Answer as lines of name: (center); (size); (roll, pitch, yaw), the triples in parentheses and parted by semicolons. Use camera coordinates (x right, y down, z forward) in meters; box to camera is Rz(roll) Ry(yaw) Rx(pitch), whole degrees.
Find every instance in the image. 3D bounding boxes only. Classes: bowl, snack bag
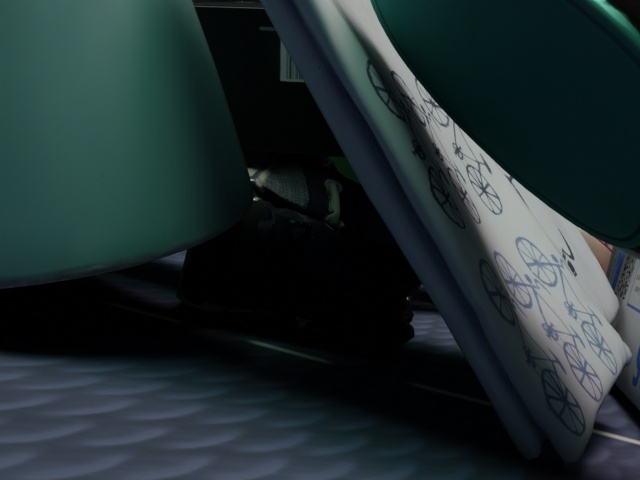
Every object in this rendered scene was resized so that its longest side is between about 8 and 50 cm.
bowl: (-0.189, -0.100, 0.548); (0.311, 0.163, 0.311); (1, 17, 0)
snack bag: (0.085, -0.058, 0.620); (0.037, 0.323, 0.342); (-32, -6, 22)

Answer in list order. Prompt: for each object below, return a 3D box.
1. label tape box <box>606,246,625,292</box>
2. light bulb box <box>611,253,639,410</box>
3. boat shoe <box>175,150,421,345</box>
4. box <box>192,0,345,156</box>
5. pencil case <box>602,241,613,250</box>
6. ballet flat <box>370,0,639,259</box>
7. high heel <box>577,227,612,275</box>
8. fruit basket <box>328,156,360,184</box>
label tape box: (0.431, 0.047, 1.123); (0.249, 0.115, 0.347); (13, 13, 14)
light bulb box: (0.339, -0.042, 0.637); (0.225, 0.361, 0.358); (15, 4, 6)
boat shoe: (0.000, 0.000, 0.791); (0.158, 0.127, 0.340); (16, 12, 0)
box: (-0.070, -0.129, 0.789); (0.261, 0.103, 0.184); (6, 17, 17)
pencil case: (0.374, 0.016, 1.483); (0.410, 0.160, 0.183); (14, -22, 13)
ballet flat: (0.180, -0.040, 0.430); (0.139, 0.139, 0.400); (9, 30, -51)
high heel: (0.211, 0.006, 1.386); (0.377, 0.127, 0.181); (18, 0, 19)
fruit basket: (0.064, -0.087, 1.093); (0.327, 0.165, 0.353); (58, 5, 36)
